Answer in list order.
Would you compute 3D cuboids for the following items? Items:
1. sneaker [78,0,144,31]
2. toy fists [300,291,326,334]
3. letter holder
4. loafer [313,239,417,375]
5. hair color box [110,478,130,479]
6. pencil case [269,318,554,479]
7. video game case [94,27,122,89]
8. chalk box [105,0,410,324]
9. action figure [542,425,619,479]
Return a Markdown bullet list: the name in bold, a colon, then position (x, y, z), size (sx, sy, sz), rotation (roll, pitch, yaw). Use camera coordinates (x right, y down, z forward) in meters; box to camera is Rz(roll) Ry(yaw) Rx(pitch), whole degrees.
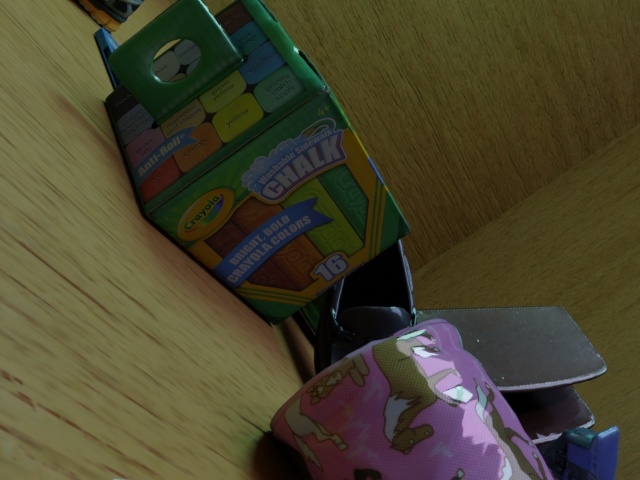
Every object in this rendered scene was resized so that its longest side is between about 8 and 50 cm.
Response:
- **sneaker**: position (-0.271, -0.325, 0.751), size (0.084, 0.083, 0.215), rotation (58, 6, 6)
- **toy fists**: position (0.000, 0.000, 0.838), size (0.279, 0.142, 0.096), rotation (56, -7, 10)
- **letter holder**: position (0.232, 0.214, 0.833), size (0.301, 0.152, 0.214), rotation (2, 41, -30)
- **loafer**: position (0.049, 0.069, 0.673), size (0.095, 0.109, 0.303), rotation (95, -5, -54)
- **hair color box**: position (-0.026, 0.139, 0.217), size (0.093, 0.053, 0.167), rotation (59, 7, 30)
- **pencil case**: position (0.114, 0.233, 0.392), size (0.160, 0.167, 0.386), rotation (-5, 56, -48)
- **video game case**: position (-0.201, -0.160, 0.738), size (0.119, 0.015, 0.166), rotation (50, 8, -51)
- **chalk box**: position (-0.068, -0.086, 0.601), size (0.289, 0.180, 0.179), rotation (49, 8, -51)
- **action figure**: position (0.224, 0.273, 0.542), size (0.330, 0.178, 0.342), rotation (-146, -126, -60)
